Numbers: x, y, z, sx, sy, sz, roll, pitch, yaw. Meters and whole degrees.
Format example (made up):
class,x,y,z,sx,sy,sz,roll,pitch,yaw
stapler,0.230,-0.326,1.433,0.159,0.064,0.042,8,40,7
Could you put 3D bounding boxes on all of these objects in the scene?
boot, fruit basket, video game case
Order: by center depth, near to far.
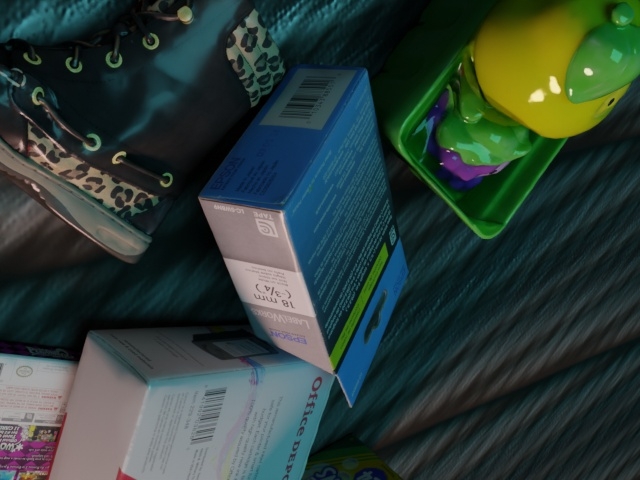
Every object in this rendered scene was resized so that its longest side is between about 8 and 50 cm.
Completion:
class,x,y,z,sx,sy,sz,roll,pitch,yaw
boot,-0.213,-0.178,0.738,0.284,0.138,0.377,-48,133,-8
video game case,-0.343,0.220,0.878,0.232,0.042,0.210,14,100,-39
fruit basket,0.258,-0.199,0.920,0.392,0.392,0.283,-54,129,-5

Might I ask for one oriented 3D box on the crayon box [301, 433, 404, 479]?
class,x,y,z,sx,sy,sz,roll,pitch,yaw
crayon box,-0.022,0.425,1.089,0.323,0.203,0.083,-24,121,-26

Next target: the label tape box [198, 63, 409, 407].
class,x,y,z,sx,sy,sz,roll,pitch,yaw
label tape box,0.000,0.000,0.914,0.333,0.106,0.240,74,34,-42

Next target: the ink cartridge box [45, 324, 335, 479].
class,x,y,z,sx,sy,sz,roll,pitch,yaw
ink cartridge box,-0.147,0.225,0.927,0.306,0.131,0.226,5,107,-51
